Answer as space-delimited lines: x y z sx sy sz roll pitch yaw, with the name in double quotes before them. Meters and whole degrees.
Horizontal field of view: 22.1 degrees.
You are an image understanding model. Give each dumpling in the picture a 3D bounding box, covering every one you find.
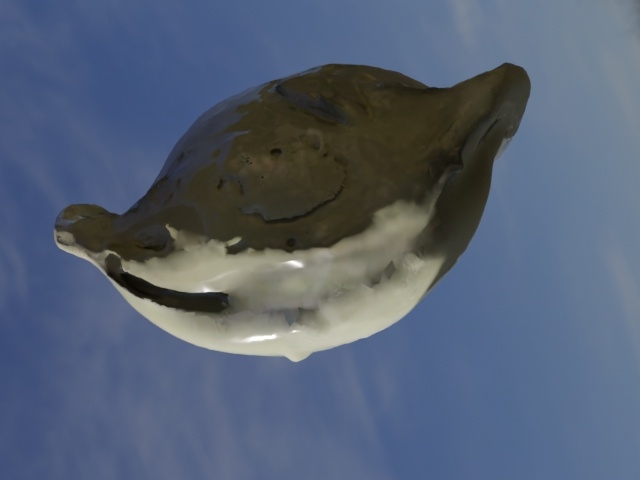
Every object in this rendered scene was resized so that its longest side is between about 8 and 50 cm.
"dumpling" 0.000 0.000 1.078 0.243 0.318 0.187 62 -167 -64
